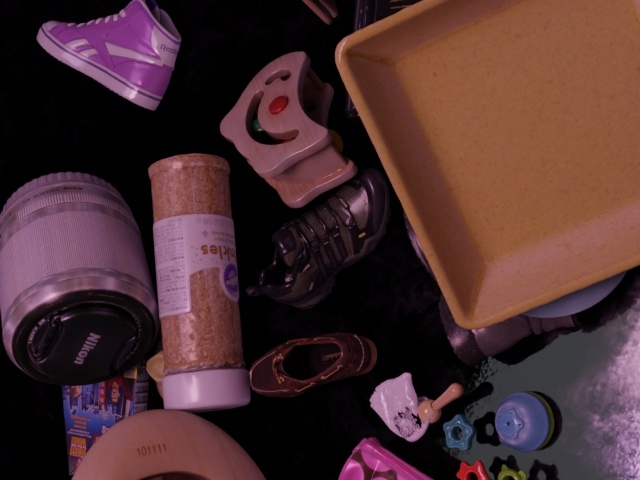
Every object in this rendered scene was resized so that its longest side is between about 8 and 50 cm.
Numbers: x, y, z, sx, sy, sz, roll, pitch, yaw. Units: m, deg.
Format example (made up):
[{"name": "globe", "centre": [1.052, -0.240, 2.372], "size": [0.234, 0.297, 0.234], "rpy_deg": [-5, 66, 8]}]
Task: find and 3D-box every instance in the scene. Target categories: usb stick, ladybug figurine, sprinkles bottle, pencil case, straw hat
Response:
[{"name": "usb stick", "centre": [0.066, -0.287, 1.301], "size": [0.045, 0.077, 0.278], "rpy_deg": [5, 88, 10]}, {"name": "ladybug figurine", "centre": [-0.189, 0.450, 1.322], "size": [0.162, 0.304, 0.450], "rpy_deg": [130, 131, -68]}, {"name": "sprinkles bottle", "centre": [-0.174, 0.061, 1.429], "size": [0.121, 0.121, 0.356], "rpy_deg": [-15, 76, 38]}, {"name": "pencil case", "centre": [0.112, 0.310, 1.186], "size": [0.209, 0.095, 0.098], "rpy_deg": [25, 136, 37]}, {"name": "straw hat", "centre": [-0.221, 0.187, 1.495], "size": [0.144, 0.061, 0.145], "rpy_deg": [-4, 83, 39]}]

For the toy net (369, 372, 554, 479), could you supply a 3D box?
[{"name": "toy net", "centre": [0.159, 0.224, 1.188], "size": [0.232, 0.045, 0.122], "rpy_deg": [7, 92, 42]}]

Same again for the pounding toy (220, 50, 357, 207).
[{"name": "pounding toy", "centre": [-0.025, -0.139, 1.349], "size": [0.154, 0.155, 0.269], "rpy_deg": [-42, 40, 1]}]

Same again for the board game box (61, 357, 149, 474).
[{"name": "board game box", "centre": [-0.335, 0.274, 1.582], "size": [0.194, 0.060, 0.194], "rpy_deg": [0, 86, 40]}]

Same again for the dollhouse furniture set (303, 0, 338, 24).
[{"name": "dollhouse furniture set", "centre": [0.036, -0.360, 1.281], "size": [0.151, 0.123, 0.144], "rpy_deg": [-36, 37, 22]}]

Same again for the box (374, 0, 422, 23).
[{"name": "box", "centre": [0.209, -0.274, 1.177], "size": [0.321, 0.079, 0.257], "rpy_deg": [3, 89, 40]}]

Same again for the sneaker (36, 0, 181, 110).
[{"name": "sneaker", "centre": [-0.331, -0.333, 1.627], "size": [0.282, 0.102, 0.161], "rpy_deg": [29, 101, 27]}]

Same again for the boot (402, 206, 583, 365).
[{"name": "boot", "centre": [0.201, 0.011, 1.167], "size": [0.161, 0.083, 0.247], "rpy_deg": [-28, 67, 21]}]

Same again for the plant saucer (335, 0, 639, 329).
[{"name": "plant saucer", "centre": [0.229, -0.120, 1.018], "size": [0.332, 0.081, 0.333], "rpy_deg": [-23, 104, 11]}]

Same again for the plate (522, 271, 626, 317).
[{"name": "plate", "centre": [0.247, -0.009, 1.102], "size": [0.188, 0.024, 0.188], "rpy_deg": [-7, 68, 18]}]

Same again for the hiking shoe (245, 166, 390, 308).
[{"name": "hiking shoe", "centre": [0.000, 0.000, 1.296], "size": [0.086, 0.114, 0.227], "rpy_deg": [49, 115, 32]}]

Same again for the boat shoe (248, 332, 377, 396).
[{"name": "boat shoe", "centre": [-0.026, 0.162, 1.329], "size": [0.207, 0.073, 0.073], "rpy_deg": [-24, 72, 37]}]

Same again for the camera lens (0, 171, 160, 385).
[{"name": "camera lens", "centre": [-0.363, 0.059, 1.495], "size": [0.219, 0.219, 0.274], "rpy_deg": [-49, 41, 25]}]
